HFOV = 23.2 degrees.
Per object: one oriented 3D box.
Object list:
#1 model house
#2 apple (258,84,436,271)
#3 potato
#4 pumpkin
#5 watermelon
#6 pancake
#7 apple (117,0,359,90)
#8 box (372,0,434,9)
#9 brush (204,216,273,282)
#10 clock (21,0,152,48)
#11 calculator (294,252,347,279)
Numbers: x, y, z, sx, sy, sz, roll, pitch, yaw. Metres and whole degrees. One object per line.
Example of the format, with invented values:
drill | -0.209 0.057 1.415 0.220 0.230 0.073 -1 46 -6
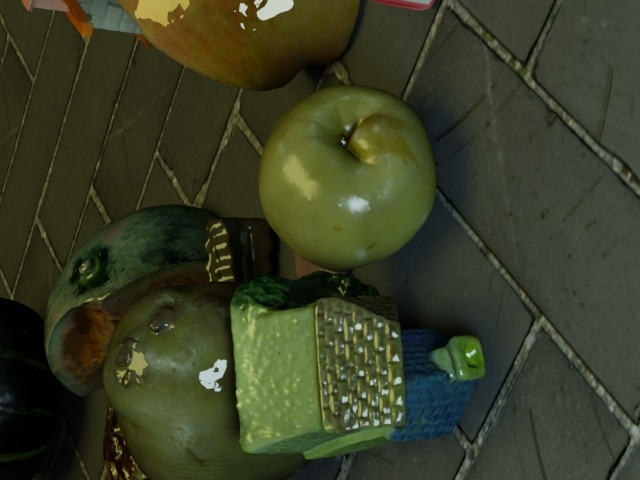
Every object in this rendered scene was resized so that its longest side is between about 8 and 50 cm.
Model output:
model house | 0.050 0.115 1.532 0.189 0.214 0.195 -11 77 47
apple | 0.026 -0.062 1.599 0.200 0.200 0.200 -11 78 58
potato | -0.103 0.163 1.698 0.326 0.243 0.221 85 177 -60
pumpkin | -0.528 0.248 2.424 0.323 0.241 0.323 -173 90 -75
watermelon | -0.269 0.042 2.041 0.322 0.175 0.188 -37 54 18
pancake | -0.217 0.254 2.112 0.244 0.057 0.266 17 105 50
apple | -0.093 -0.334 1.834 0.309 0.314 0.252 -113 -3 -46
box | 0.009 -0.460 1.553 0.314 0.300 0.312 -58 42 38
brush | -0.095 0.122 1.891 0.071 0.084 0.301 3 95 63
clock | -0.253 -0.364 2.021 0.106 0.255 0.220 53 129 48
calculator | 0.000 0.000 1.783 0.103 0.024 0.166 -26 64 55
